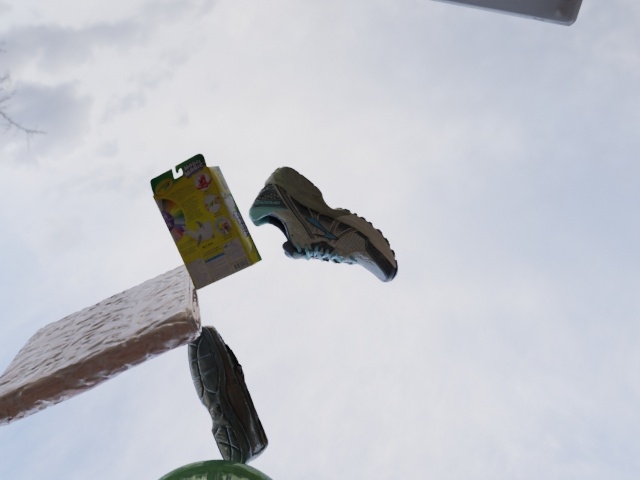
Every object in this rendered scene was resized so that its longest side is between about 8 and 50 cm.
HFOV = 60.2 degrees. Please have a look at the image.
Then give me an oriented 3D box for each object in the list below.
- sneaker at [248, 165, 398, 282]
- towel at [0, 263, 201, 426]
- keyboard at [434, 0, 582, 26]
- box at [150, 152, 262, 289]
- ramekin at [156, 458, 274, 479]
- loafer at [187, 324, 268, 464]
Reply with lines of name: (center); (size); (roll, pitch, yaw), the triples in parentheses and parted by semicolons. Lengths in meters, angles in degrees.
sneaker: (0.000, 0.000, 0.952); (0.283, 0.110, 0.122); (35, -110, 12)
towel: (-0.361, 0.161, 0.932); (0.332, 0.053, 0.317); (-25, -163, -6)
keyboard: (0.039, -0.196, 0.345); (0.256, 0.072, 0.014); (22, -146, 23)
box: (-0.171, -0.029, 0.812); (0.105, 0.043, 0.179); (-24, -87, 18)
ramekin: (-0.178, 0.530, 0.887); (0.304, 0.148, 0.303); (-1, -84, -7)
loafer: (-0.173, 0.284, 1.038); (0.084, 0.096, 0.267); (-8, -104, -50)
